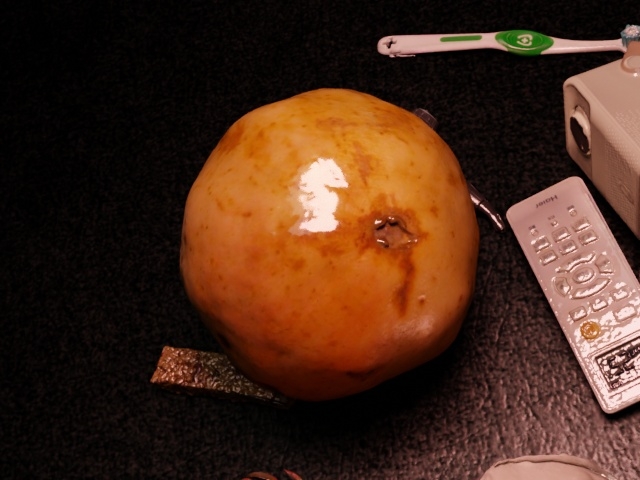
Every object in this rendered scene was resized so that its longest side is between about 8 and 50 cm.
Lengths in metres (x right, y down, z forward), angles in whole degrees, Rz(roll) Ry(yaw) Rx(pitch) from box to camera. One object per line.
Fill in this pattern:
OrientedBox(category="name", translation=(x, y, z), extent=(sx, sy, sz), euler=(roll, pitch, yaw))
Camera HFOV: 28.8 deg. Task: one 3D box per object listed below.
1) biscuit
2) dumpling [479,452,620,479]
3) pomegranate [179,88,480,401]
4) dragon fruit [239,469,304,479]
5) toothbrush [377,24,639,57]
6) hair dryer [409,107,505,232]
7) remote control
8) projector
OrientedBox(category="biscuit", translation=(-0.122, 0.179, 1.636), extent=(0.199, 0.034, 0.064), euler=(8, 63, 18))
OrientedBox(category="dumpling", translation=(0.320, 0.363, 1.339), extent=(0.341, 0.181, 0.260), euler=(9, 43, 23))
OrientedBox(category="pomegranate", translation=(0.000, 0.000, 1.533), extent=(0.410, 0.410, 0.410), euler=(-6, 59, 11))
OrientedBox(category="dragon fruit", translation=(-0.073, 0.354, 1.444), extent=(0.188, 0.182, 0.182), euler=(-18, 57, 17))
OrientedBox(category="toothbrush", translation=(0.284, -0.283, 1.803), extent=(0.418, 0.040, 0.042), euler=(1, 58, 20))
OrientedBox(category="hair dryer", translation=(0.152, -0.058, 1.695), extent=(0.219, 0.075, 0.195), euler=(32, 83, 20))
OrientedBox(category="remote control", translation=(0.343, 0.066, 1.574), extent=(0.109, 0.055, 0.313), euler=(-26, 61, 8))
OrientedBox(category="projector", translation=(0.426, -0.134, 1.580), extent=(0.177, 0.163, 0.242), euler=(-19, 44, -6))
